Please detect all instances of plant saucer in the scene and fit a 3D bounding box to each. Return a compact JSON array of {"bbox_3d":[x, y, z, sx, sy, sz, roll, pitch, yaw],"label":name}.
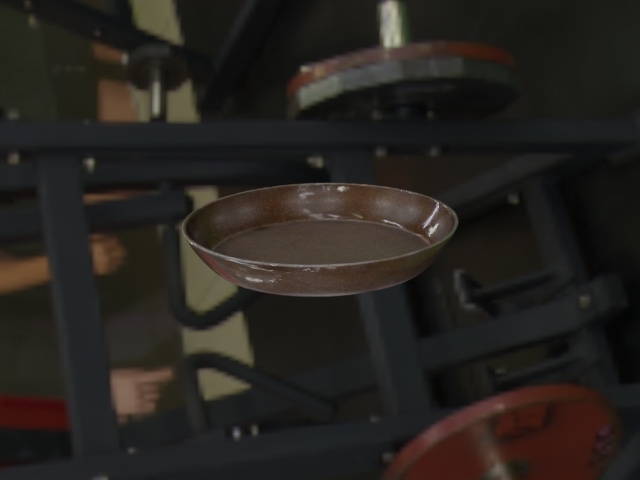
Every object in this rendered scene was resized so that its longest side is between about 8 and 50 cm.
[{"bbox_3d":[0.000,0.000,0.905,0.168,0.168,0.029,-145,50,-60],"label":"plant saucer"}]
